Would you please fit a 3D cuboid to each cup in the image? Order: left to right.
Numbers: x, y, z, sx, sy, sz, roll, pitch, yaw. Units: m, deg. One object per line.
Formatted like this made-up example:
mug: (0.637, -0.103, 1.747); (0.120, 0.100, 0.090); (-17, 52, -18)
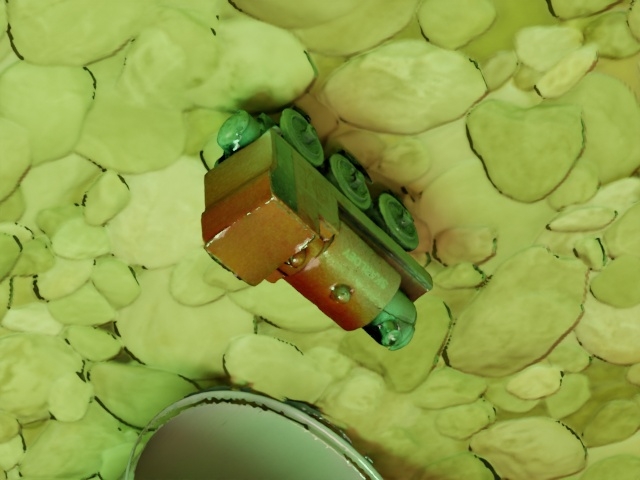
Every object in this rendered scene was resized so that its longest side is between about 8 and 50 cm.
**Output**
cup: (-0.091, 0.271, 1.308); (0.253, 0.253, 0.274); (26, 131, -27)

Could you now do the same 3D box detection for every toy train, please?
toy train: (0.000, 0.000, 1.150); (0.074, 0.118, 0.176); (-32, 126, 22)
